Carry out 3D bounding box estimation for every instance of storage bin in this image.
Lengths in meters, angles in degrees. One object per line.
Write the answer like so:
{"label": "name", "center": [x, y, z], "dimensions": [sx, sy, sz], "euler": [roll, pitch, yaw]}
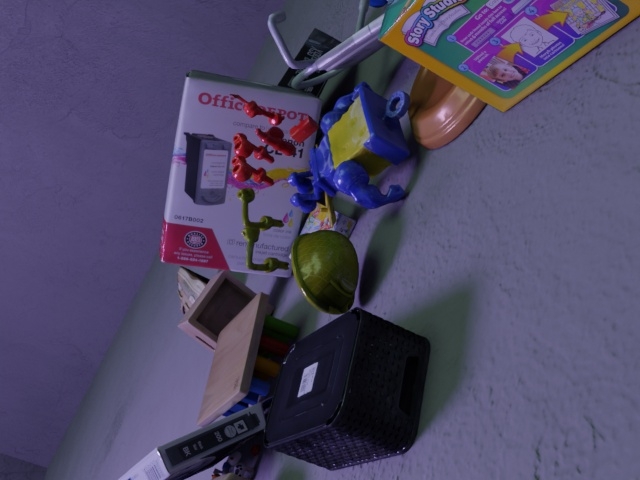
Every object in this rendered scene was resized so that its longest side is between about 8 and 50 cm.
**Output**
{"label": "storage bin", "center": [0.022, 0.158, 0.749], "dimensions": [0.180, 0.084, 0.122], "euler": [-38, 32, 54]}

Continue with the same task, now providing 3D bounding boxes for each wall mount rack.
{"label": "wall mount rack", "center": [0.091, -0.375, 1.142], "dimensions": [0.350, 0.130, 0.304], "euler": [-24, 3, 41]}

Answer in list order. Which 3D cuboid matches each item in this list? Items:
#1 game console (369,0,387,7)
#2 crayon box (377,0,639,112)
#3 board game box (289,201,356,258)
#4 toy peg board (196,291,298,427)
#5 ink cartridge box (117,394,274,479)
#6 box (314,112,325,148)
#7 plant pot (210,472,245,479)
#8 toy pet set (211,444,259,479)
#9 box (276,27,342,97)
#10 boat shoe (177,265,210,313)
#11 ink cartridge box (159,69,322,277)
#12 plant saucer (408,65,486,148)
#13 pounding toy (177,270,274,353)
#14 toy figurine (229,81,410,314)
{"label": "game console", "center": [0.052, -0.642, 1.401], "dimensions": [0.173, 0.293, 0.250], "euler": [-46, 25, 44]}
{"label": "crayon box", "center": [0.195, -0.245, 0.660], "dimensions": [0.278, 0.165, 0.081], "euler": [-35, 34, 57]}
{"label": "board game box", "center": [0.000, 0.000, 1.120], "dimensions": [0.103, 0.026, 0.154], "euler": [-64, 18, 2]}
{"label": "toy peg board", "center": [-0.102, 0.188, 1.075], "dimensions": [0.161, 0.079, 0.161], "euler": [-45, 28, 47]}
{"label": "ink cartridge box", "center": [-0.161, 0.292, 1.015], "dimensions": [0.045, 0.208, 0.206], "euler": [61, 141, 14]}
{"label": "box", "center": [0.011, -0.181, 1.280], "dimensions": [0.054, 0.059, 0.169], "euler": [-61, 18, 16]}
{"label": "plant pot", "center": [-0.110, 0.341, 0.862], "dimensions": [0.109, 0.109, 0.096], "euler": [-39, 17, 54]}
{"label": "toy pet set", "center": [-0.149, 0.344, 1.019], "dimensions": [0.122, 0.065, 0.114], "euler": [-45, 26, 48]}
{"label": "box", "center": [-0.072, -0.234, 1.443], "dimensions": [0.307, 0.076, 0.242], "euler": [-58, 6, 43]}
{"label": "boat shoe", "center": [-0.271, 0.129, 1.600], "dimensions": [0.098, 0.109, 0.302], "euler": [-64, 23, -3]}
{"label": "ink cartridge box", "center": [-0.137, -0.109, 1.209], "dimensions": [0.131, 0.226, 0.306], "euler": [-119, 38, -70]}
{"label": "plant saucer", "center": [0.168, -0.211, 0.908], "dimensions": [0.200, 0.037, 0.200], "euler": [-55, 20, 30]}
{"label": "pounding toy", "center": [-0.159, 0.150, 1.240], "dimensions": [0.130, 0.141, 0.100], "euler": [-56, 13, -24]}
{"label": "toy figurine", "center": [0.025, -0.113, 0.939], "dimensions": [0.217, 0.191, 0.363], "euler": [-38, 39, 27]}
